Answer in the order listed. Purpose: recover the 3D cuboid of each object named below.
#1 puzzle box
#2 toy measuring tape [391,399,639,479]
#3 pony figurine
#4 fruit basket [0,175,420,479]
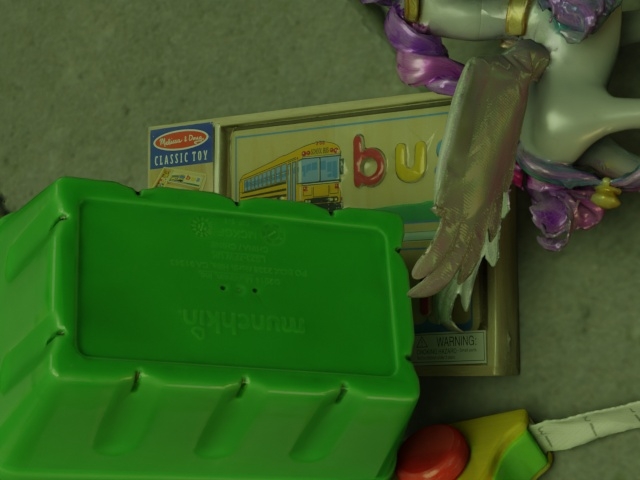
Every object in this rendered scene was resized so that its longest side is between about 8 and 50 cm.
[{"bbox_3d":[0.000,0.000,1.283,0.409,0.052,0.272,-4,83,31],"label":"puzzle box"},{"bbox_3d":[0.170,0.207,1.119,0.330,0.121,0.121,-17,77,29],"label":"toy measuring tape"},{"bbox_3d":[0.189,-0.105,1.037,0.364,0.303,0.350,5,79,4],"label":"pony figurine"},{"bbox_3d":[-0.122,0.095,1.139,0.392,0.392,0.282,-19,61,29],"label":"fruit basket"}]
